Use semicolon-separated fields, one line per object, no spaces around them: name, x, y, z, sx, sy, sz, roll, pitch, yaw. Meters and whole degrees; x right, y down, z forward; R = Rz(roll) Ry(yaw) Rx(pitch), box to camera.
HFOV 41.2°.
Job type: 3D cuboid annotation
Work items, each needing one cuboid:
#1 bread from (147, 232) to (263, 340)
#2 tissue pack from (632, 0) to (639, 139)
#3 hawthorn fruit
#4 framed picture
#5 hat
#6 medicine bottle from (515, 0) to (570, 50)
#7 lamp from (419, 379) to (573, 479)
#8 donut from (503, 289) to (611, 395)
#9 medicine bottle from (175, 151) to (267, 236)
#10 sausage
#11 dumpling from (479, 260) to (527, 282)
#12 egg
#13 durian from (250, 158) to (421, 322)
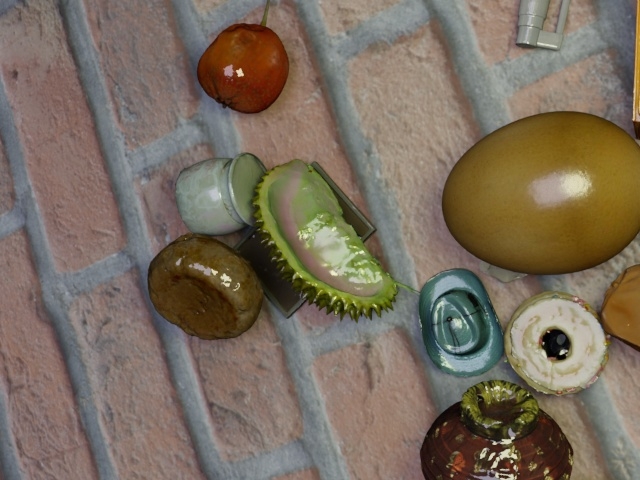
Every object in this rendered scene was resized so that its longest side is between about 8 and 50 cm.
bread;-0.214;0.084;1.598;0.230;0.123;0.230;15;136;15
tissue pack;0.544;-0.297;1.267;0.145;0.194;0.274;3;90;20
hawthorn fruit;-0.120;-0.377;1.616;0.165;0.165;0.285;15;71;24
framed picture;-0.036;0.000;1.610;0.250;0.016;0.184;-47;72;16
hat;0.232;0.142;1.451;0.138;0.078;0.190;-21;80;21
medicine bottle;0.379;-0.430;1.417;0.092;0.061;0.220;11;94;5
lamp;0.278;0.339;1.342;0.247;0.247;0.246;-1;88;24
donut;0.386;0.167;1.389;0.175;0.068;0.174;1;91;24
medicine bottle;-0.177;-0.085;1.601;0.143;0.147;0.147;-9;85;28
sausage;0.544;0.135;1.286;0.241;0.120;0.136;37;90;14
dumpling;0.315;0.040;1.442;0.076;0.057;0.052;-21;118;47
egg;0.343;-0.069;1.315;0.323;0.250;0.250;-9;85;29
durian;-0.004;0.009;1.505;0.169;0.157;0.355;-40;73;1
